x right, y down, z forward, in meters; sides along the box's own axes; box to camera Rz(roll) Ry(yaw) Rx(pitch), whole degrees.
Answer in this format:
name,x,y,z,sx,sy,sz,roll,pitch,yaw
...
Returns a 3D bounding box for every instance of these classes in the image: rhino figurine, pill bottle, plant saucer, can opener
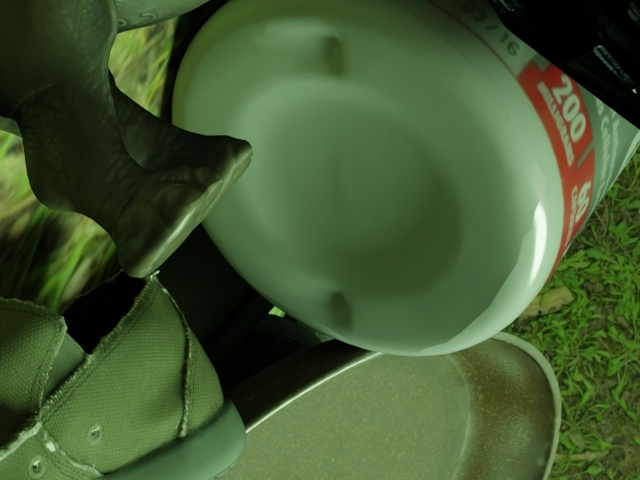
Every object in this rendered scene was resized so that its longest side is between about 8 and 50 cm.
name,x,y,z,sx,sy,sz,roll,pitch,yaw
rhino figurine,-0.016,-0.109,0.361,0.243,0.106,0.073,-54,-177,-23
pill bottle,0.076,-0.093,0.623,0.283,0.161,0.161,-48,163,-44
plant saucer,-0.014,0.155,0.680,0.310,0.050,0.311,-27,140,-25
can opener,0.000,0.000,0.689,0.283,0.095,0.076,-48,162,-45

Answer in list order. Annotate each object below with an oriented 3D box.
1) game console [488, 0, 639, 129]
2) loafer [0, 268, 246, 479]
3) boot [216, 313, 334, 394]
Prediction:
name,x,y,z,sx,sy,sz,roll,pitch,yaw
game console,0.122,-0.209,0.564,0.044,0.213,0.361,-21,-141,42
loafer,-0.118,0.066,0.442,0.251,0.094,0.087,-22,98,-61
boot,-0.026,0.112,0.867,0.338,0.118,0.223,99,10,-45
